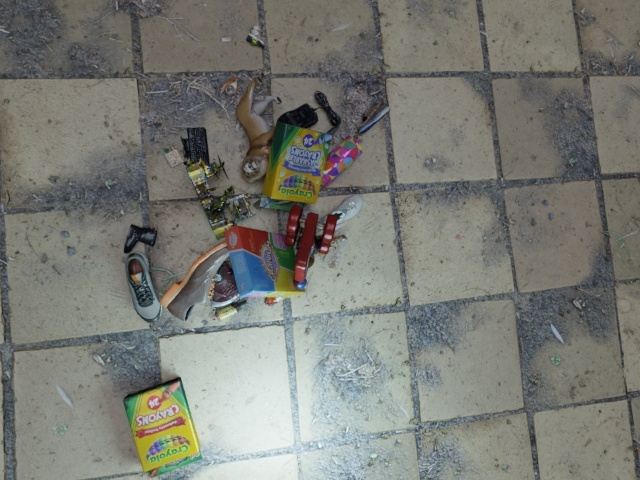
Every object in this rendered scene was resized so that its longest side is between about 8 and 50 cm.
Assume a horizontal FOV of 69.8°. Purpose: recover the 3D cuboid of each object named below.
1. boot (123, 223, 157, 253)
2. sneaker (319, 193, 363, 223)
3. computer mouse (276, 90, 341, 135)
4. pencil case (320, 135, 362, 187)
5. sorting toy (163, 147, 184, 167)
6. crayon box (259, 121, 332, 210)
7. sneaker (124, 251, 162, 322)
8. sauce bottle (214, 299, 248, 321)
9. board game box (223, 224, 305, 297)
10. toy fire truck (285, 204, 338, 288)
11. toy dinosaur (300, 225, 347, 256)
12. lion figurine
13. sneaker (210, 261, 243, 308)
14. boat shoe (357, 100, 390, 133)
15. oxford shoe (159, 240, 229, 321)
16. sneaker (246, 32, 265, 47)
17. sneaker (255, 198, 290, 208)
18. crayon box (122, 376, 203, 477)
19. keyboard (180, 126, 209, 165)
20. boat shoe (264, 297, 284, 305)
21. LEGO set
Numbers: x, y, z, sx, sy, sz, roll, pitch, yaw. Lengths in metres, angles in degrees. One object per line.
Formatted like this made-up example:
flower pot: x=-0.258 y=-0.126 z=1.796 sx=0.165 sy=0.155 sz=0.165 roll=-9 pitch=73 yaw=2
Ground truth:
boot: x=-0.675 y=0.001 z=1.723 sx=0.099 sy=0.045 sz=0.121 roll=16 pitch=84 yaw=-15
sneaker: x=0.095 y=-0.116 z=1.849 sx=0.212 sy=0.094 sz=0.080 roll=-37 pitch=91 yaw=-12
computer mouse: x=-0.045 y=-0.474 z=1.878 sx=0.262 sy=0.060 sz=0.184 roll=-40 pitch=93 yaw=-19
pencil case: x=0.066 y=-0.321 z=1.861 sx=0.236 sy=0.104 sz=0.104 roll=-44 pitch=94 yaw=-13
sorting toy: x=-0.575 y=-0.331 z=1.785 sx=0.062 sy=0.012 sz=0.083 roll=-31 pitch=95 yaw=-7
crayon box: x=-0.093 y=-0.260 z=1.722 sx=0.203 sy=0.083 sz=0.322 roll=4 pitch=107 yaw=-36
sneaker: x=-0.658 y=0.173 z=1.677 sx=0.101 sy=0.108 sz=0.271 roll=-18 pitch=90 yaw=-13
sauce bottle: x=-0.339 y=0.266 z=1.760 sx=0.128 sy=0.042 sz=0.042 roll=-27 pitch=90 yaw=-10
board game box: x=-0.194 y=0.085 z=1.657 sx=0.064 sy=0.317 sz=0.242 roll=-25 pitch=72 yaw=26
toy fire truck: x=-0.054 y=0.034 z=1.653 sx=0.170 sy=0.302 sz=0.253 roll=15 pitch=66 yaw=0
toy dinosaur: x=0.000 y=0.000 z=1.849 sx=0.212 sy=0.064 sz=0.112 roll=9 pitch=60 yaw=-15
lion figurine: x=-0.249 y=-0.437 z=1.794 sx=0.142 sy=0.240 sz=0.391 roll=7 pitch=61 yaw=-52
sneaker: x=-0.304 y=0.138 z=1.749 sx=0.282 sy=0.106 sz=0.162 roll=-22 pitch=86 yaw=-11
boat shoe: x=0.210 y=-0.518 z=1.927 sx=0.183 sy=0.066 sz=0.066 roll=-43 pitch=89 yaw=-21
oxford shoe: x=-0.422 y=0.145 z=1.678 sx=0.133 sy=0.130 sz=0.363 roll=45 pitch=104 yaw=2
sneaker: x=-0.266 y=-0.812 z=1.881 sx=0.083 sy=0.031 sz=0.035 roll=34 pitch=93 yaw=-2
sneaker: x=-0.173 y=-0.183 z=1.820 sx=0.192 sy=0.064 sz=0.086 roll=-12 pitch=90 yaw=-19
crayon box: x=-0.563 y=0.685 z=1.661 sx=0.203 sy=0.081 sz=0.318 roll=-17 pitch=89 yaw=-12
keyboard: x=-0.489 y=-0.351 z=1.791 sx=0.100 sy=0.038 sz=0.191 roll=-7 pitch=85 yaw=-11
boat shoe: x=-0.159 y=0.213 z=1.798 sx=0.137 sy=0.043 sz=0.049 roll=-31 pitch=93 yaw=-10
LEGO set: x=-0.351 y=-0.171 z=1.697 sx=0.192 sy=0.255 sz=0.331 roll=-24 pitch=93 yaw=-12
